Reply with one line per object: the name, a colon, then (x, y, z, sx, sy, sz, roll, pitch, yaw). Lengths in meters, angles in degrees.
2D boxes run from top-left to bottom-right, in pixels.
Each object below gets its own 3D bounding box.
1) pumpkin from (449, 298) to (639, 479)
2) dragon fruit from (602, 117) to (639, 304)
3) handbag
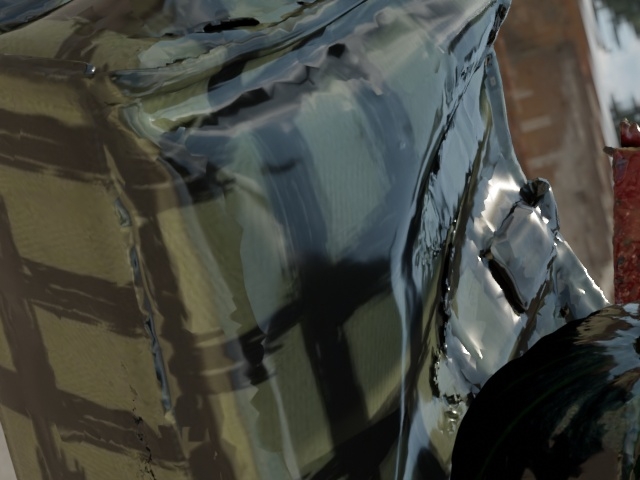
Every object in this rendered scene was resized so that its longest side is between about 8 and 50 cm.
pumpkin: (0.146, 0.098, 0.641, 0.194, 0.194, 0.150, -100, -156, -65)
dragon fruit: (0.277, 0.052, 1.114, 0.161, 0.126, 0.274, 19, 70, -72)
handbag: (0.000, 0.000, 0.699, 0.327, 0.162, 0.325, -40, 131, -40)
